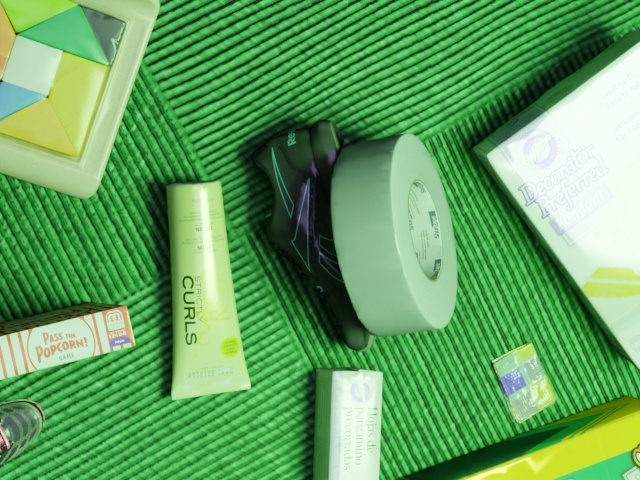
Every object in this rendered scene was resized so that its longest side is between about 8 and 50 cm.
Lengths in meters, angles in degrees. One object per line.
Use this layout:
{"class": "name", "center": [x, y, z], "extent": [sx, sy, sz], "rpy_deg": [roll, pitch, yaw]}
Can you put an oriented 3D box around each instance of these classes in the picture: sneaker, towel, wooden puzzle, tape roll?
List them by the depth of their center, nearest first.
{"class": "sneaker", "center": [-0.367, 0.221, 1.813], "extent": [0.170, 0.075, 0.063], "rpy_deg": [-24, 97, -18]}
{"class": "wooden puzzle", "center": [-0.307, -0.183, 1.828], "extent": [0.221, 0.044, 0.238], "rpy_deg": [18, 97, -18]}
{"class": "tape roll", "center": [0.084, -0.005, 1.894], "extent": [0.072, 0.219, 0.219], "rpy_deg": [-11, 94, 21]}
{"class": "sneaker", "center": [0.000, 0.000, 1.944], "extent": [0.106, 0.101, 0.267], "rpy_deg": [-13, 97, 6]}
{"class": "towel", "center": [0.244, 0.170, 2.053], "extent": [0.060, 0.009, 0.083], "rpy_deg": [-25, 97, -16]}

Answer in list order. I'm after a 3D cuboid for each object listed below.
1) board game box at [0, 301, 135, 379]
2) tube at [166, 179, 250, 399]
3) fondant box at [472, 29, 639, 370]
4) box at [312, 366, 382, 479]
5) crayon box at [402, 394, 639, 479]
{"class": "board game box", "center": [-0.285, 0.103, 1.780], "extent": [0.147, 0.193, 0.045], "rpy_deg": [-14, 94, -19]}
{"class": "tube", "center": [-0.129, 0.054, 1.906], "extent": [0.070, 0.062, 0.240], "rpy_deg": [-1, 96, 22]}
{"class": "fondant box", "center": [0.373, -0.045, 2.021], "extent": [0.238, 0.096, 0.330], "rpy_deg": [-37, 100, 3]}
{"class": "box", "center": [0.027, 0.307, 1.950], "extent": [0.063, 0.067, 0.323], "rpy_deg": [2, 88, -19]}
{"class": "crayon box", "center": [0.298, 0.403, 2.019], "extent": [0.313, 0.106, 0.362], "rpy_deg": [-17, 95, -19]}
